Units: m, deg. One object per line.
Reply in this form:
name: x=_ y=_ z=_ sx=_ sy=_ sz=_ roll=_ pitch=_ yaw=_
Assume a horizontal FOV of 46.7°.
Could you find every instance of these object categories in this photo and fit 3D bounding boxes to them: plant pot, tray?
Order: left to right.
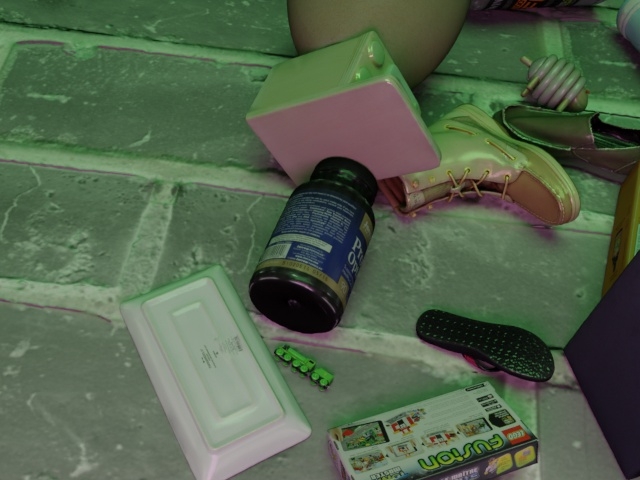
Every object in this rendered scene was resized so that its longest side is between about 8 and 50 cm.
tray: x=-0.133 y=0.148 z=0.901 sx=0.145 sy=0.030 sz=0.270 roll=-22 pitch=59 yaw=-20
plant pot: x=0.070 y=-0.313 z=1.103 sx=0.284 sy=0.284 sz=0.191 roll=13 pitch=61 yaw=5

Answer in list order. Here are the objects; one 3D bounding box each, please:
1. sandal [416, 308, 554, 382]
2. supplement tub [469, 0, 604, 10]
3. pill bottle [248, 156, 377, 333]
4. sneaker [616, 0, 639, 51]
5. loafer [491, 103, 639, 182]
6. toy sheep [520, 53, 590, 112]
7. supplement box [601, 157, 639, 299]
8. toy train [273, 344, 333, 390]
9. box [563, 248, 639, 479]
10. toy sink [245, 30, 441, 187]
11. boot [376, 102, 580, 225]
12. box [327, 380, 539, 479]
sandal: x=0.207 y=0.134 z=0.934 sx=0.179 sy=0.040 sz=0.067 roll=17 pitch=48 yaw=26
supplement tub: x=0.360 y=-0.509 z=1.310 sx=0.316 sy=0.194 sz=0.194 roll=-5 pitch=55 yaw=-7
pill bottle: x=0.000 y=0.000 z=0.960 sx=0.122 sy=0.123 sz=0.219 roll=17 pitch=55 yaw=9
sneaker: x=0.688 y=-0.340 z=1.255 sx=0.319 sy=0.127 sz=0.208 roll=-9 pitch=53 yaw=2
loafer: x=0.386 y=-0.165 z=1.127 sx=0.251 sy=0.087 sz=0.094 roll=15 pitch=55 yaw=7
toy sheep: x=0.374 y=-0.253 z=1.193 sx=0.132 sy=0.091 sz=0.091 roll=40 pitch=59 yaw=1
supplement box: x=0.451 y=-0.006 z=1.023 sx=0.080 sy=0.078 sz=0.233 roll=22 pitch=56 yaw=8
toy train: x=-0.020 y=0.154 z=0.912 sx=0.083 sy=0.017 sz=0.023 roll=32 pitch=48 yaw=18
box: x=0.488 y=0.086 z=0.794 sx=0.312 sy=0.343 sz=0.179 roll=-11 pitch=57 yaw=-12
toy sink: x=0.046 y=-0.177 z=1.008 sx=0.234 sy=0.153 sz=0.131 roll=-9 pitch=45 yaw=37
boot: x=0.209 y=-0.080 z=1.044 sx=0.203 sy=0.095 sz=0.262 roll=-27 pitch=54 yaw=-23
box: x=0.122 y=0.229 z=0.827 sx=0.207 sy=0.036 sz=0.114 roll=-13 pitch=29 yaw=-13
